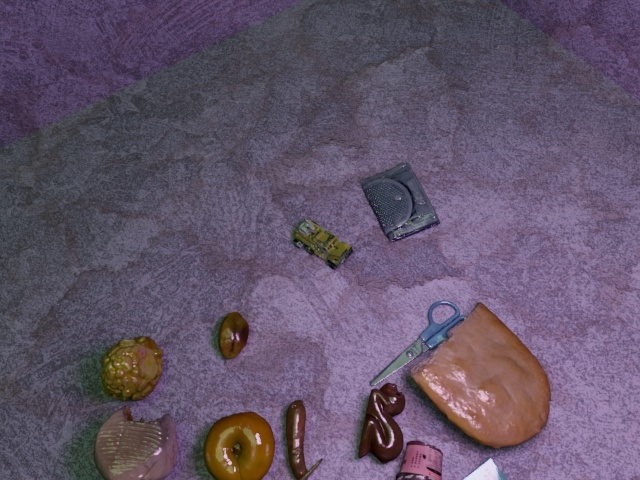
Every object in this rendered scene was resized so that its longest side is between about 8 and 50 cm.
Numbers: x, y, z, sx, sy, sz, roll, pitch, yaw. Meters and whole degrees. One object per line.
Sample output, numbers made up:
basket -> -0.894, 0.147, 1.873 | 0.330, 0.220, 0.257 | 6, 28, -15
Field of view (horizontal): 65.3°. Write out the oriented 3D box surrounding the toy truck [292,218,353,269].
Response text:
toy truck -> 0.003, 0.003, 2.076 | 0.259, 0.135, 0.128 | 35, 71, 21

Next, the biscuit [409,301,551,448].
biscuit -> 0.558, 0.463, 1.676 | 0.429, 0.104, 0.446 | -25, 62, -30

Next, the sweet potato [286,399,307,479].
sweet potato -> -0.082, 0.692, 1.726 | 0.075, 0.075, 0.274 | -7, 61, 5

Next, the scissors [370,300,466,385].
scissors -> 0.361, 0.398, 1.848 | 0.447, 0.029, 0.193 | -34, 60, -12

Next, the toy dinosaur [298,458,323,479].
toy dinosaur -> -0.092, 0.845, 1.628 | 0.199, 0.072, 0.252 | 0, 64, 5

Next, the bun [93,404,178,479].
bun -> -0.626, 0.728, 1.717 | 0.281, 0.205, 0.282 | -1, 47, 1

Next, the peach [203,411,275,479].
peach -> -0.275, 0.714, 1.704 | 0.250, 0.153, 0.251 | -2, 76, 7

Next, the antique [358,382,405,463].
antique -> 0.218, 0.615, 1.694 | 0.143, 0.121, 0.257 | 8, 63, 10

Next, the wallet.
wallet -> 0.339, -0.174, 2.163 | 0.237, 0.075, 0.342 | -22, 59, 0

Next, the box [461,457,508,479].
box -> 0.501, 0.823, 1.571 | 0.229, 0.041, 0.162 | -33, 60, -11

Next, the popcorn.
popcorn -> -0.712, 0.483, 1.873 | 0.212, 0.259, 0.259 | -24, 58, 12

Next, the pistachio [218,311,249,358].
pistachio -> -0.341, 0.361, 1.938 | 0.100, 0.110, 0.190 | -14, 53, 39

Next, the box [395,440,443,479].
box -> 0.325, 0.729, 1.597 | 0.151, 0.151, 0.135 | 10, 54, 14
